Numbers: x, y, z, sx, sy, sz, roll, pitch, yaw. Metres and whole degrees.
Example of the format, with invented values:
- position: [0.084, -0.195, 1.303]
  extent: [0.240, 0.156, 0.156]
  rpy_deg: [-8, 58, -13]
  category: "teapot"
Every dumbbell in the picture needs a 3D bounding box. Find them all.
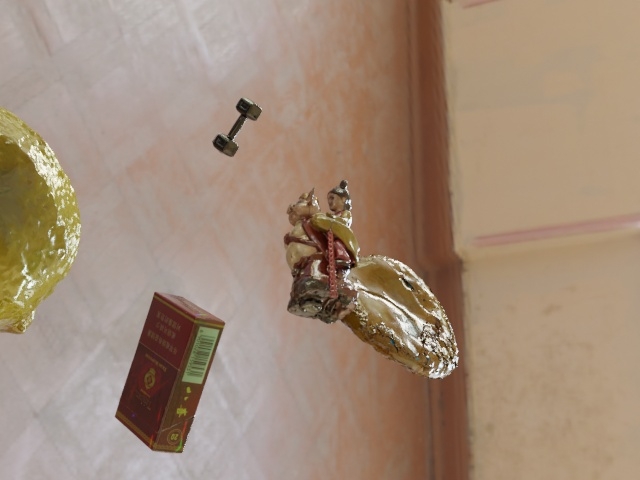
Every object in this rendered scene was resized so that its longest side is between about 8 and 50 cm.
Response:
- position: [-0.115, -0.155, 1.302]
  extent: [0.036, 0.083, 0.040]
  rpy_deg: [32, 5, -12]
  category: "dumbbell"

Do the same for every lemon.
- position: [-0.417, -0.034, 1.055]
  extent: [0.322, 0.268, 0.268]
  rpy_deg: [60, 34, -24]
  category: "lemon"

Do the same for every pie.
- position: [0.120, 0.123, 1.517]
  extent: [0.273, 0.069, 0.273]
  rpy_deg: [28, 29, -17]
  category: "pie"

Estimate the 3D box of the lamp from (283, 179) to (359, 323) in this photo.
- position: [0.000, 0.000, 1.423]
  extent: [0.118, 0.118, 0.253]
  rpy_deg: [46, 34, -48]
  category: "lamp"

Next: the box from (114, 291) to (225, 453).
- position: [-0.089, 0.077, 0.558]
  extent: [0.023, 0.051, 0.082]
  rpy_deg: [15, 94, -39]
  category: "box"
